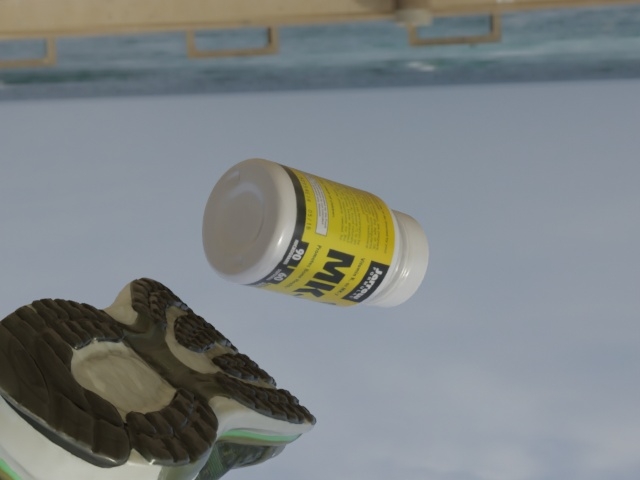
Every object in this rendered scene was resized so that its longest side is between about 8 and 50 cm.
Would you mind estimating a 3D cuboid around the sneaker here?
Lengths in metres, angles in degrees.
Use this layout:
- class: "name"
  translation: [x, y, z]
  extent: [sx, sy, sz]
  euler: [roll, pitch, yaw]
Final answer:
- class: "sneaker"
  translation: [-0.138, 0.136, 0.825]
  extent: [0.158, 0.182, 0.410]
  euler: [43, -172, 14]

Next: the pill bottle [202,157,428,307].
- class: "pill bottle"
  translation: [0.000, 0.000, 1.243]
  extent: [0.208, 0.119, 0.119]
  euler: [15, 174, -42]
